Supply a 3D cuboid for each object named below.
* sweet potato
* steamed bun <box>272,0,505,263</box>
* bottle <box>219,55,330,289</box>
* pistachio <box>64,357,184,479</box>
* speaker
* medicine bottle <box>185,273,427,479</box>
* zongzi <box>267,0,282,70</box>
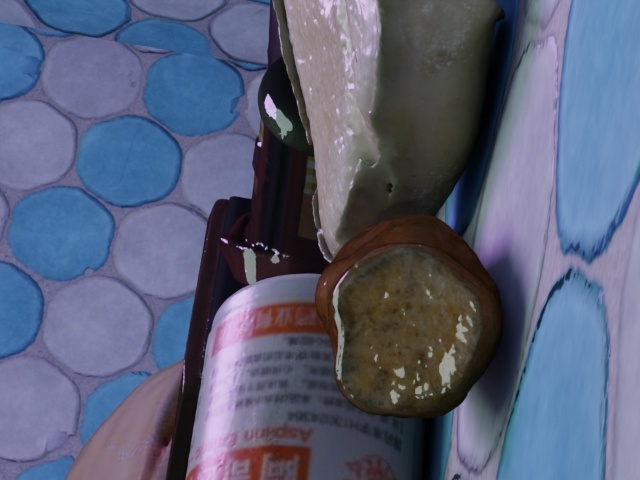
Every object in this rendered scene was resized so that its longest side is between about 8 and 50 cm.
[{"bbox_3d":[0.041,0.030,0.973,0.252,0.097,0.097,-111,31,-80],"label":"sweet potato"},{"bbox_3d":[0.051,-0.105,1.095,0.212,0.110,0.231,154,107,-74],"label":"steamed bun"},{"bbox_3d":[0.000,0.000,1.320,0.156,0.143,0.271,-86,5,-54],"label":"bottle"},{"bbox_3d":[-0.156,0.329,2.118,0.445,0.281,0.365,-62,-22,-54],"label":"pistachio"},{"bbox_3d":[-0.042,0.103,1.615,0.192,0.153,0.231,102,176,-47],"label":"speaker"},{"bbox_3d":[-0.010,0.156,1.083,0.144,0.144,0.252,105,171,-57],"label":"medicine bottle"},{"bbox_3d":[0.050,-0.264,1.487,0.300,0.138,0.286,-63,-21,-54],"label":"zongzi"}]
